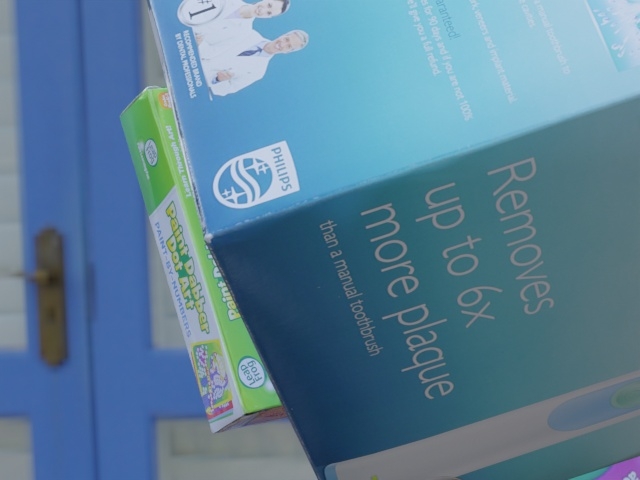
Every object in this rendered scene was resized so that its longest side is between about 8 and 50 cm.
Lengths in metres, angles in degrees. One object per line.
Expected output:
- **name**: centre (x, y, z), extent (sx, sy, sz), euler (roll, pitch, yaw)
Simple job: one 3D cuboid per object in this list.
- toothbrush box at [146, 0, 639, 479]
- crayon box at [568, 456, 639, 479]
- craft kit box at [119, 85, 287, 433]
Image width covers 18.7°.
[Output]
- **toothbrush box**: centre (0.113, -0.028, 0.713), extent (0.295, 0.126, 0.216), euler (-18, -39, 1)
- **crayon box**: centre (-0.022, 0.254, 1.009), extent (0.363, 0.106, 0.313), euler (-32, -4, -39)
- **craft kit box**: centre (0.000, 0.000, 1.435), extent (0.246, 0.250, 0.061), euler (-6, -17, -37)
